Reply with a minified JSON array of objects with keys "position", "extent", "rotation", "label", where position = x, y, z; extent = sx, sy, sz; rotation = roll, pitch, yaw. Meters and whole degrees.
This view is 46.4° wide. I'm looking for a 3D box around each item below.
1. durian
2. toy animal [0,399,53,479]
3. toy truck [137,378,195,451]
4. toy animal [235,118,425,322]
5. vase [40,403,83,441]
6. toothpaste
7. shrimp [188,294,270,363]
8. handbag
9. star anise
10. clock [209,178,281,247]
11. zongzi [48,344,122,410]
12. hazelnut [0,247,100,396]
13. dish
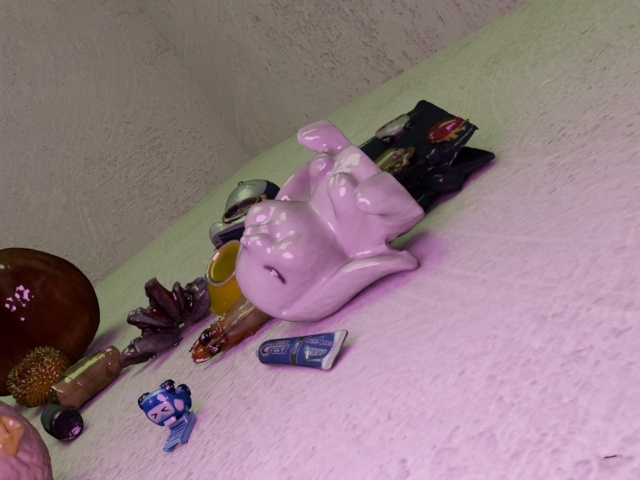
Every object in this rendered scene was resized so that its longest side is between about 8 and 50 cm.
[{"position":[-0.661,0.322,1.775],"extent":[0.168,0.137,0.158],"rotation":[-49,-5,0],"label":"durian"},{"position":[-0.462,0.321,1.008],"extent":[0.188,0.226,0.358],"rotation":[-11,9,-14],"label":"toy animal"},{"position":[-0.199,0.239,1.002],"extent":[0.056,0.090,0.073],"rotation":[-34,-32,12],"label":"toy truck"},{"position":[0.000,0.000,1.059],"extent":[0.265,0.206,0.271],"rotation":[-47,47,3],"label":"toy animal"},{"position":[-0.501,0.342,1.424],"extent":[0.060,0.060,0.211],"rotation":[-42,13,-26],"label":"vase"},{"position":[-0.032,0.143,0.967],"extent":[0.197,0.035,0.057],"rotation":[-15,41,55],"label":"toothpaste"},{"position":[-0.108,0.109,1.233],"extent":[0.267,0.061,0.145],"rotation":[-44,2,-10],"label":"shrimp"},{"position":[0.117,-0.111,1.302],"extent":[0.303,0.122,0.329],"rotation":[-35,14,3],"label":"handbag"},{"position":[-0.302,0.144,1.506],"extent":[0.283,0.129,0.212],"rotation":[-35,-5,-13],"label":"star anise"},{"position":[-0.169,-0.052,1.786],"extent":[0.200,0.146,0.243],"rotation":[-25,20,24],"label":"clock"},{"position":[-0.493,0.291,1.572],"extent":[0.160,0.078,0.176],"rotation":[-36,3,-28],"label":"zongzi"},{"position":[-0.795,0.204,1.957],"extent":[0.421,0.421,0.352],"rotation":[-33,50,16],"label":"hazelnut"},{"position":[-0.145,0.050,1.345],"extent":[0.208,0.080,0.148],"rotation":[-44,43,10],"label":"dish"}]
